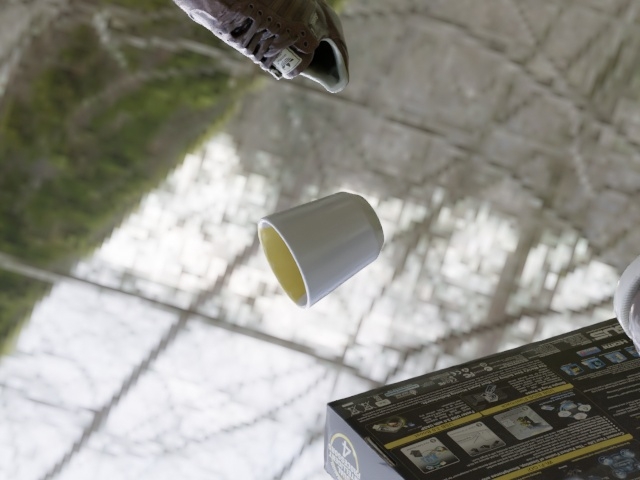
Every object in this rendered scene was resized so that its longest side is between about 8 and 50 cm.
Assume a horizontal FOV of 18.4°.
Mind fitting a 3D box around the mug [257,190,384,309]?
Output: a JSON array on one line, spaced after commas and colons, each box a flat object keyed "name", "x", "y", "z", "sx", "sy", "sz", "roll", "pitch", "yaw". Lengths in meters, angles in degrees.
[{"name": "mug", "x": 0.000, "y": -0.002, "z": 1.218, "sx": 0.064, "sy": 0.062, "sz": 0.078, "roll": -28, "pitch": -147, "yaw": -16}]

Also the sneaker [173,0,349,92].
[{"name": "sneaker", "x": -0.034, "y": -0.158, "z": 1.441, "sx": 0.188, "sy": 0.066, "sz": 0.071, "roll": 11, "pitch": -134, "yaw": -55}]

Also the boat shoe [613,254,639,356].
[{"name": "boat shoe", "x": 0.321, "y": 0.029, "z": 1.045, "sx": 0.324, "sy": 0.116, "sz": 0.096, "roll": -10, "pitch": -133, "yaw": 6}]

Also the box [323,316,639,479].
[{"name": "box", "x": 0.248, "y": 0.219, "z": 1.946, "sx": 0.395, "sy": 0.097, "sz": 0.318, "roll": -14, "pitch": -149, "yaw": -27}]
